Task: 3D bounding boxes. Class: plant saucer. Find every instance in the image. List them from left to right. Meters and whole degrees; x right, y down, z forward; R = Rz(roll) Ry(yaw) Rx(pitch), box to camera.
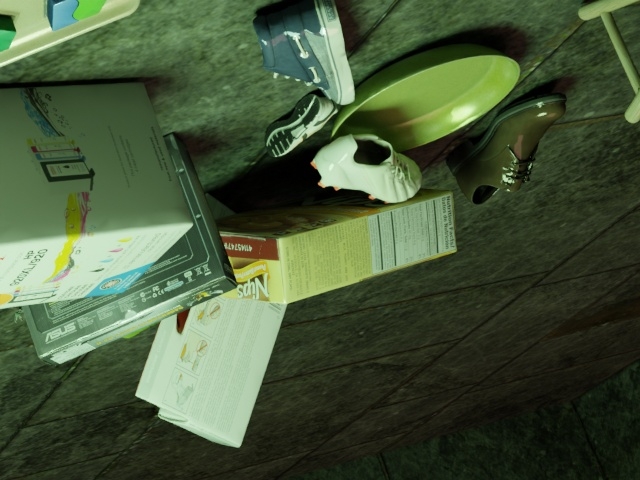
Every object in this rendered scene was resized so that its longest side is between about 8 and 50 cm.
[{"bbox_3d":[0.118,-0.170,1.960,0.241,0.037,0.241,-20,163,-7],"label":"plant saucer"}]

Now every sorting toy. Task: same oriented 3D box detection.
[{"bbox_3d":[-0.258,-0.204,1.395,0.193,0.038,0.208,-22,163,1],"label":"sorting toy"}]

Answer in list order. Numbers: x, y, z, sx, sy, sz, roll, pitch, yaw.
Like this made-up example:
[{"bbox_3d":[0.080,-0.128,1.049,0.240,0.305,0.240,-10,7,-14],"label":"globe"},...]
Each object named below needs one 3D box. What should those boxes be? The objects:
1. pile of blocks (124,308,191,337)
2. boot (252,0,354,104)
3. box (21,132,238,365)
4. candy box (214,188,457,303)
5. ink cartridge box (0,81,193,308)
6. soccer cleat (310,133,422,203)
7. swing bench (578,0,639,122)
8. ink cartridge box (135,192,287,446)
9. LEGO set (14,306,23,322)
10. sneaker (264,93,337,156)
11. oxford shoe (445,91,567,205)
[{"bbox_3d":[-0.241,0.065,2.095,0.149,0.113,0.362,-20,161,4],"label":"pile of blocks"},{"bbox_3d":[-0.017,-0.190,1.705,0.086,0.069,0.190,-15,155,1],"label":"boot"},{"bbox_3d":[-0.230,0.011,1.842,0.231,0.183,0.056,-24,162,5],"label":"box"},{"bbox_3d":[0.000,0.000,2.061,0.183,0.087,0.316,5,-164,44],"label":"candy box"},{"bbox_3d":[-0.283,-0.041,1.639,0.232,0.168,0.171,-7,159,-38],"label":"ink cartridge box"},{"bbox_3d":[0.071,-0.088,1.982,0.076,0.068,0.196,-36,156,31],"label":"soccer cleat"},{"bbox_3d":[0.480,-0.270,1.877,0.253,0.165,0.254,-8,158,-36],"label":"swing bench"},{"bbox_3d":[-0.143,0.103,2.124,0.060,0.275,0.239,9,164,36],"label":"ink cartridge box"},{"bbox_3d":[-0.369,0.082,2.178,0.054,0.023,0.083,-33,173,39],"label":"LEGO set"},{"bbox_3d":[-0.022,-0.129,1.909,0.043,0.040,0.109,-6,157,-47],"label":"sneaker"},{"bbox_3d":[0.261,-0.119,2.195,0.083,0.096,0.227,-8,157,-33],"label":"oxford shoe"}]
